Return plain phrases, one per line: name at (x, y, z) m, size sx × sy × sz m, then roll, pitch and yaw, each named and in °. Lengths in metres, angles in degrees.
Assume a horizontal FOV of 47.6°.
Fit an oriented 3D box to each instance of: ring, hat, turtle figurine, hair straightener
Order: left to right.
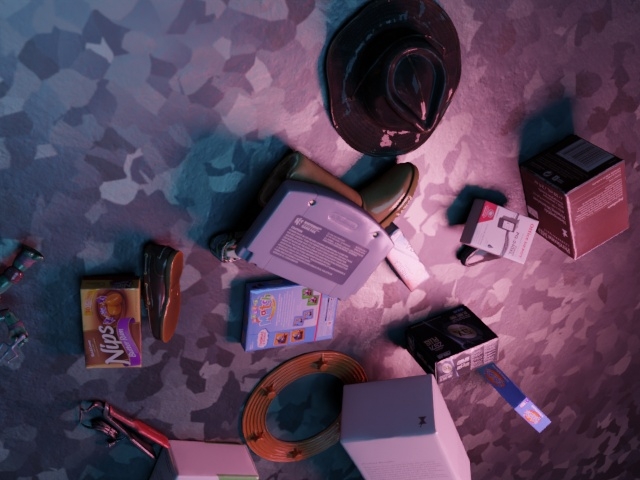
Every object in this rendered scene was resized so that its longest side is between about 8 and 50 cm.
turtle figurine at (-0.586, 0.106, 1.252) m, size 0.175 × 0.118 × 0.234 m, roll 27°, pitch 88°, yaw -51°
hair straightener at (-0.432, 0.417, 1.555) m, size 0.089 × 0.047 × 0.230 m, roll -44°, pitch 128°, yaw 2°
ring at (-0.029, 0.416, 1.773) m, size 0.336 × 0.032 × 0.337 m, roll -13°, pitch 123°, yaw -21°
hat at (0.171, -0.296, 1.395) m, size 0.331 × 0.134 × 0.331 m, roll -13°, pitch 122°, yaw -21°

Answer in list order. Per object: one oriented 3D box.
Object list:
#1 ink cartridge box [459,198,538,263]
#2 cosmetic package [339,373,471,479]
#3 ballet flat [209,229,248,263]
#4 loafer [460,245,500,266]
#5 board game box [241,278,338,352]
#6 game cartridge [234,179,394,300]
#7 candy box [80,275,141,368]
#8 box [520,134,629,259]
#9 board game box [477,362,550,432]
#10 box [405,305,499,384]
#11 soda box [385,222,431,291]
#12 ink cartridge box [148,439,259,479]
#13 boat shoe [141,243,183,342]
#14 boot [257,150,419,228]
ink cartridge box at (0.416, -0.021, 1.683) m, size 0.150 × 0.063 × 0.109 m, roll 19°, pitch 91°, yaw -15°
cosmetic package at (0.226, 0.531, 1.812) m, size 0.230 × 0.162 × 0.453 m, roll -10°, pitch 135°, yaw 16°
ballet flat at (-0.127, 0.008, 1.462) m, size 0.188 × 0.070 × 0.070 m, roll -16°, pitch 124°, yaw -19°
loafer at (0.417, 0.019, 1.750) m, size 0.170 × 0.061 × 0.062 m, roll -29°, pitch 128°, yaw -8°
board game box at (-0.065, 0.158, 1.597) m, size 0.211 × 0.039 × 0.160 m, roll -6°, pitch 120°, yaw -25°
game cartridge at (0.000, 0.000, 1.440) m, size 0.297 × 0.062 × 0.198 m, roll 26°, pitch 105°, yaw -37°
candy box at (-0.403, 0.159, 1.404) m, size 0.109 × 0.053 × 0.187 m, roll 1°, pitch 117°, yaw -12°
box at (0.598, -0.103, 1.702) m, size 0.167 × 0.168 × 0.203 m, roll -29°, pitch 127°, yaw -9°
board game box at (0.498, 0.395, 1.919) m, size 0.047 × 0.210 × 0.160 m, roll -44°, pitch 127°, yaw 4°
box at (0.322, 0.255, 1.785) m, size 0.180 × 0.147 × 0.078 m, roll -18°, pitch 125°, yaw -16°
soda box at (0.180, 0.034, 1.639) m, size 0.063 × 0.058 × 0.183 m, roll -39°, pitch 129°, yaw -1°
ink cartridge box at (-0.300, 0.620, 1.695) m, size 0.211 × 0.121 × 0.289 m, roll 12°, pitch 112°, yaw -32°
boat shoe at (-0.315, 0.101, 1.424) m, size 0.073 × 0.073 × 0.207 m, roll 14°, pitch 113°, yaw 10°
boot at (0.045, -0.109, 1.468) m, size 0.269 × 0.089 × 0.236 m, roll 28°, pitch 102°, yaw -35°
